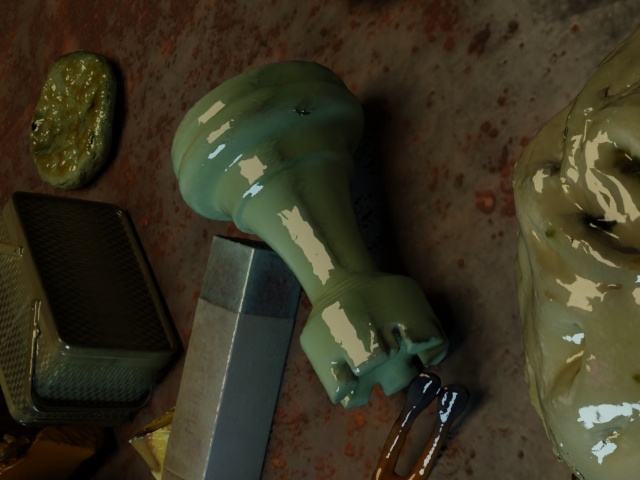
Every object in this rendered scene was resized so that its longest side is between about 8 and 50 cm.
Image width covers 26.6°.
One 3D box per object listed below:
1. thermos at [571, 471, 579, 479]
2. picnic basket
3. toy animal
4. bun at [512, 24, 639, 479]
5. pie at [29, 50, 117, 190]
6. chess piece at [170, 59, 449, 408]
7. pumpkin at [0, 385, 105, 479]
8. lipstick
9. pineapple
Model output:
[{"bbox_3d":[0.192,0.281,1.037,0.124,0.099,0.232,38,111,45],"label":"thermos"},{"bbox_3d":[-0.294,0.082,1.578,0.139,0.165,0.266,-52,48,32],"label":"picnic basket"},{"bbox_3d":[0.023,0.304,1.201,0.302,0.225,0.284,119,171,-50],"label":"toy animal"},{"bbox_3d":[0.266,0.014,0.900,0.326,0.234,0.362,29,99,45],"label":"bun"},{"bbox_3d":[-0.315,-0.155,1.739,0.187,0.041,0.186,-12,74,47],"label":"pie"},{"bbox_3d":[0.000,0.000,1.260,0.194,0.195,0.299,-45,61,34],"label":"chess piece"},{"bbox_3d":[-0.370,0.240,1.571,0.139,0.190,0.280,-40,10,28],"label":"pumpkin"},{"bbox_3d":[-0.101,0.184,1.406,0.076,0.080,0.371,17,97,47],"label":"lipstick"},{"bbox_3d":[-0.164,0.240,1.478,0.114,0.077,0.114,-21,81,52],"label":"pineapple"}]
